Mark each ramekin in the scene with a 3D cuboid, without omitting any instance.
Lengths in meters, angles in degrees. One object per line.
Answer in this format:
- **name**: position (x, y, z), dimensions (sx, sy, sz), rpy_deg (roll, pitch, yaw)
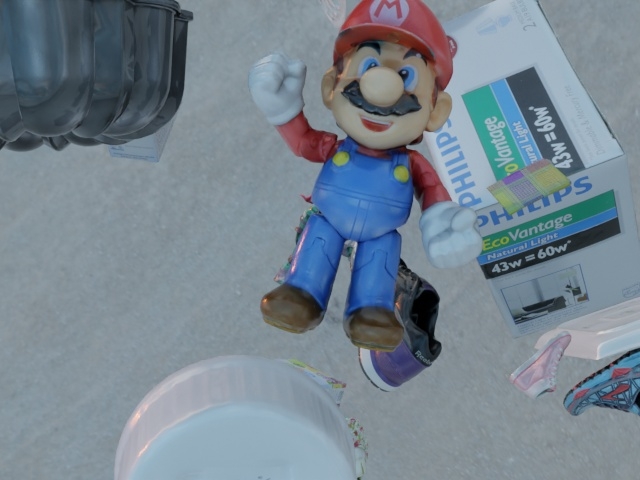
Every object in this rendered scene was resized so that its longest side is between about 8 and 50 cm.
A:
- **ramekin**: position (-0.087, 0.274, 0.884), dimensions (0.277, 0.135, 0.277), rpy_deg (-1, 98, -8)

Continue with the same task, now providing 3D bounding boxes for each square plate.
- **square plate**: position (0.678, 0.178, 1.797), dimensions (0.343, 0.347, 0.049), rpy_deg (-17, 89, -7)

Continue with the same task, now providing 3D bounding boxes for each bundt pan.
- **bundt pan**: position (-0.284, -0.153, 0.809), dimensions (0.330, 0.331, 0.124), rpy_deg (-4, 94, 22)

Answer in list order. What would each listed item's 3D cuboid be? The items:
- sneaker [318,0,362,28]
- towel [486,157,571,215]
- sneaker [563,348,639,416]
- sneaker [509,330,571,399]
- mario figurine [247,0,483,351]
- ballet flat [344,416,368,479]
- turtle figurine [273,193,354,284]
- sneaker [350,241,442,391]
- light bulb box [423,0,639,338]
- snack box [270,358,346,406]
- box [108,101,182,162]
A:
- **sneaker**: position (0.114, -0.480, 1.343), dimensions (0.236, 0.323, 0.130), rpy_deg (-30, 85, -8)
- **towel**: position (0.243, -0.063, 0.954), dimensions (0.083, 0.009, 0.060), rpy_deg (-27, 41, -1)
- **sneaker**: position (0.625, 0.326, 1.735), dimensions (0.262, 0.104, 0.125), rpy_deg (-50, 62, 43)
- **sneaker**: position (0.402, 0.223, 1.435), dimensions (0.134, 0.051, 0.070), rpy_deg (-41, 56, -2)
- **mario figurine**: position (0.036, -0.067, 0.735), dimensions (0.170, 0.198, 0.321), rpy_deg (14, 93, 56)
- **ballet flat**: position (0.060, 0.465, 1.640), dimensions (0.091, 0.241, 0.077), rpy_deg (-8, 28, -19)
- **turtle figurine**: position (0.000, 0.000, 1.665), dimensions (0.118, 0.175, 0.234), rpy_deg (23, 84, 56)
- **sneaker**: position (0.128, 0.081, 1.237), dimensions (0.124, 0.107, 0.283), rpy_deg (-36, 42, 33)
- **light bulb box**: position (0.302, -0.107, 1.235), dimensions (0.225, 0.361, 0.358), rpy_deg (-22, 52, 11)
- **snack box**: position (-0.066, 0.353, 2.033), dimensions (0.174, 0.207, 0.070), rpy_deg (20, 96, 36)
- **box**: position (-0.243, -0.198, 1.108), dimensions (0.072, 0.137, 0.126), rpy_deg (7, 51, 5)
